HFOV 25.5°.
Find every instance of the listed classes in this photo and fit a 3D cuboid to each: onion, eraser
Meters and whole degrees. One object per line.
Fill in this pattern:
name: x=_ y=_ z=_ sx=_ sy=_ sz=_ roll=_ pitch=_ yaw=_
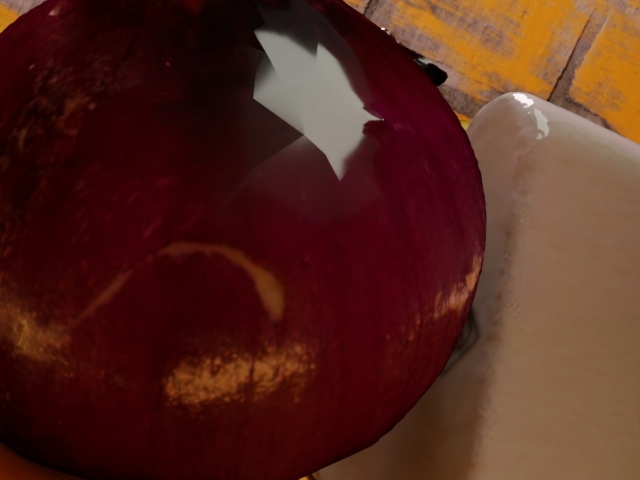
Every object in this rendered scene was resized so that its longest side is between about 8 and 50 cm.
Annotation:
onion: x=-0.071 y=-0.057 z=0.783 sx=0.347 sy=0.385 sz=0.348 roll=-1 pitch=29 yaw=0
eraser: x=0.120 y=0.060 z=0.949 sx=0.150 sy=0.331 sz=0.331 roll=24 pitch=8 yaw=-23

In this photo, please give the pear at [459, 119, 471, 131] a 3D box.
pear: x=0.215 y=-0.002 z=1.873 sx=0.336 sy=0.285 sz=0.285 roll=28 pitch=7 yaw=-10
